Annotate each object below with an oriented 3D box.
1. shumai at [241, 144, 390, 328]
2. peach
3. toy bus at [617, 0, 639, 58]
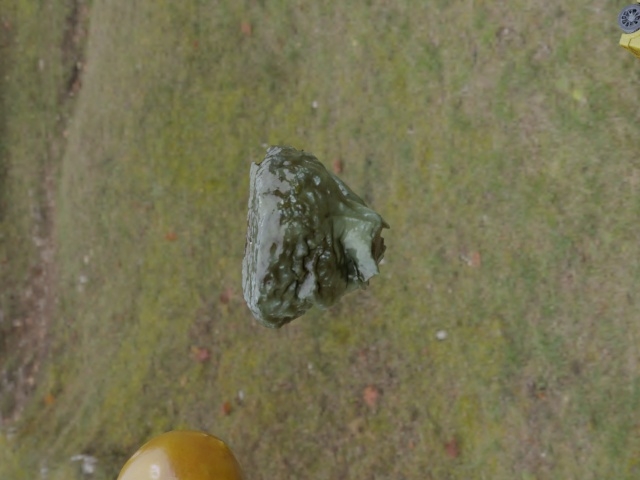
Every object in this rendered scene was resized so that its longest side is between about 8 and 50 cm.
[{"bbox_3d":[-0.002,0.000,1.298,0.189,0.218,0.255,-178,94,-72],"label":"shumai"},{"bbox_3d":[-0.125,0.239,0.851,0.138,0.138,0.138,174,90,-65],"label":"peach"},{"bbox_3d":[0.740,-0.526,1.893,0.151,0.145,0.331,30,103,36],"label":"toy bus"}]
